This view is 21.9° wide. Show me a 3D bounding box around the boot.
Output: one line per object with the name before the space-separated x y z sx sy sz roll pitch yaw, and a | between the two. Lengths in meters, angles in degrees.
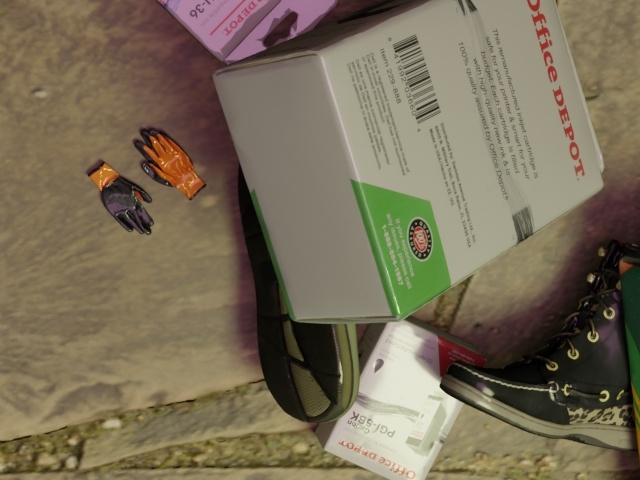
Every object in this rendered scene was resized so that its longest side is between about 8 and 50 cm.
boot | 0.217 0.079 1.422 0.236 0.085 0.179 16 95 -36

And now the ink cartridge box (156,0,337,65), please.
ink cartridge box | -0.086 -0.229 1.365 0.198 0.067 0.115 44 92 -12

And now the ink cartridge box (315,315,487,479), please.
ink cartridge box | 0.070 0.138 1.452 0.099 0.056 0.135 25 95 -11

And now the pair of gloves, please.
pair of gloves | -0.149 -0.050 1.417 0.083 0.010 0.074 -39 102 2

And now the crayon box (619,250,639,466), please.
crayon box | 0.372 0.143 1.433 0.202 0.081 0.318 -17 108 -28

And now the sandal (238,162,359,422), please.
sandal | -0.001 0.001 1.406 0.086 0.120 0.303 -6 96 -45

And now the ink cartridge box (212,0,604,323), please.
ink cartridge box | 0.080 -0.084 1.308 0.289 0.121 0.211 -28 106 -43
